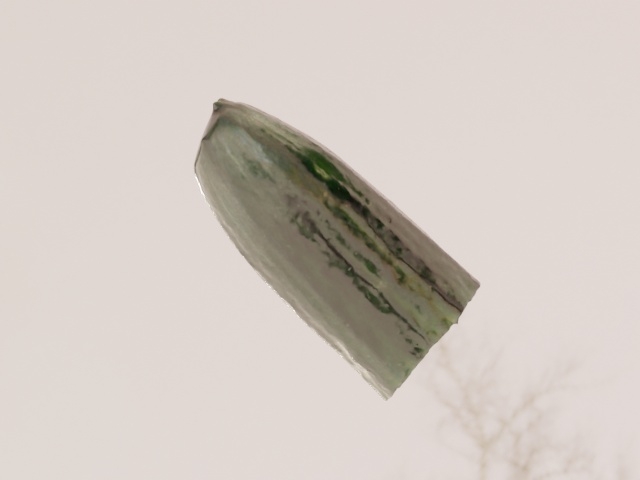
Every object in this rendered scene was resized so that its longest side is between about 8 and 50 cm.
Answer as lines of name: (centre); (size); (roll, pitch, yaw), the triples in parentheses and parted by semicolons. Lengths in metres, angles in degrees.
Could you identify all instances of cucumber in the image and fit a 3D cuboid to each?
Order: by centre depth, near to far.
cucumber: (0.000, 0.000, 0.517); (0.105, 0.048, 0.048); (43, -32, -9)
